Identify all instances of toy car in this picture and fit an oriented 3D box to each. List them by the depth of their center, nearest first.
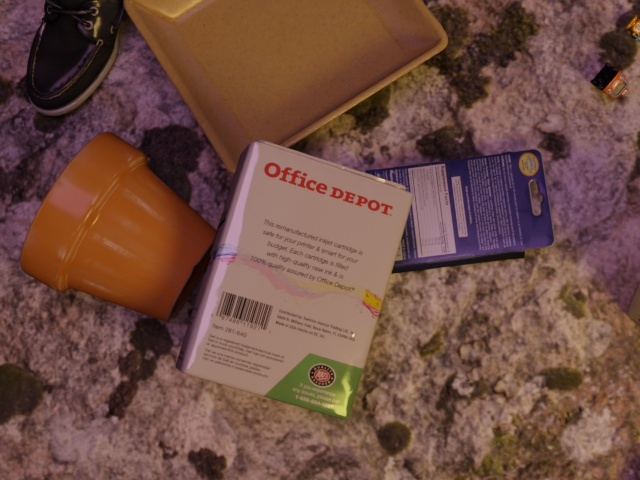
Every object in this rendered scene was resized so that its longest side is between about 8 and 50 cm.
[{"bbox_3d":[0.397,-0.233,1.374,0.040,0.060,0.122,36,86,-14],"label":"toy car"}]

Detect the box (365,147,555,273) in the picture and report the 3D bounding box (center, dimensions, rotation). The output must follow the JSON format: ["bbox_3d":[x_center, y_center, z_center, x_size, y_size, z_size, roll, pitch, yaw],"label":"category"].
[{"bbox_3d":[0.175,-0.036,1.352,0.225,0.036,0.137,-7,71,8],"label":"box"}]

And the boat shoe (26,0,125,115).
[{"bbox_3d":[-0.327,-0.341,1.493,0.127,0.113,0.340,25,77,16],"label":"boat shoe"}]

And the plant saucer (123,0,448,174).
[{"bbox_3d":[-0.049,-0.282,1.448,0.332,0.081,0.333,-32,70,-3],"label":"plant saucer"}]

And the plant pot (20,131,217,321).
[{"bbox_3d":[-0.236,-0.001,1.334,0.188,0.205,0.205,30,78,1],"label":"plant pot"}]

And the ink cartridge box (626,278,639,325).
[{"bbox_3d":[0.481,0.108,1.168,0.115,0.198,0.273,-45,70,-6],"label":"ink cartridge box"}]

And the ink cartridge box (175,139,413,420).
[{"bbox_3d":[-0.032,0.046,1.259,0.201,0.117,0.278,18,84,-10],"label":"ink cartridge box"}]
